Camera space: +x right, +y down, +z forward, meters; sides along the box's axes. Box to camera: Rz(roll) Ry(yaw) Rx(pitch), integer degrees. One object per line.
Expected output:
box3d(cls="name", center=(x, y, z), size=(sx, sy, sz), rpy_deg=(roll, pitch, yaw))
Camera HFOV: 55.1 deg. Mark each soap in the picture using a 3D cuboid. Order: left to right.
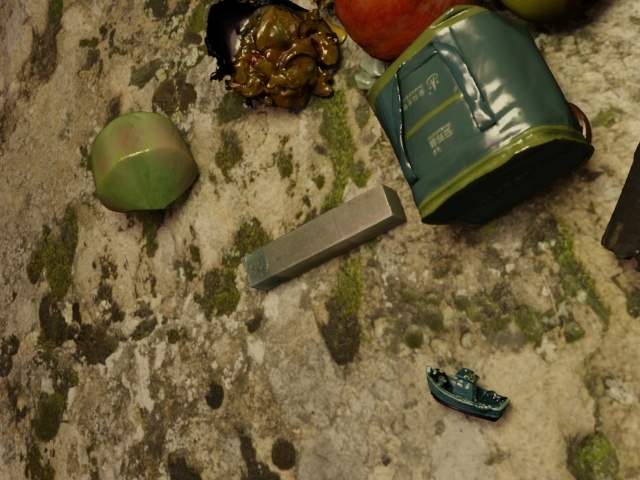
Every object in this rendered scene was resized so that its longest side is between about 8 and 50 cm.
box3d(cls="soap", center=(0.018, -0.414, 1.208), size=(0.089, 0.012, 0.034), rpy_deg=(44, 106, 30))

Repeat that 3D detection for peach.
box3d(cls="peach", center=(0.154, -0.392, 0.940), size=(0.257, 0.232, 0.232), rpy_deg=(-1, 81, 46))

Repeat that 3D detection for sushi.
box3d(cls="sushi", center=(-0.092, -0.355, 1.168), size=(0.204, 0.213, 0.199), rpy_deg=(35, 136, 40))

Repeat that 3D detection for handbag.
box3d(cls="handbag", center=(0.223, -0.174, 0.909), size=(0.263, 0.222, 0.240), rpy_deg=(-39, 63, 38))

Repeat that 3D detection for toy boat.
box3d(cls="toy boat", center=(0.222, 0.229, 0.945), size=(0.137, 0.060, 0.060), rpy_deg=(15, 109, 39))

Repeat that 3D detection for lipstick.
box3d(cls="lipstick", center=(0.000, 0.000, 1.117), size=(0.317, 0.068, 0.066), rpy_deg=(-27, 68, 26))

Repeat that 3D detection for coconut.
box3d(cls="coconut", center=(-0.374, -0.156, 1.302), size=(0.236, 0.204, 0.235), rpy_deg=(4, 57, -6))

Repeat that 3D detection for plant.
box3d(cls="plant", center=(0.480, -0.069, 0.788), size=(0.164, 0.142, 0.256), rpy_deg=(41, 107, 31))

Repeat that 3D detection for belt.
box3d(cls="belt", center=(0.376, -0.164, 0.931), size=(0.059, 0.036, 0.083), rpy_deg=(-14, 74, 36))

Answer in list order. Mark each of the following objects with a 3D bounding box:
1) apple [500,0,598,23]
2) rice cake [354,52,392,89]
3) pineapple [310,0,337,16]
box3d(cls="apple", center=(0.349, -0.422, 0.912), size=(0.197, 0.157, 0.196), rpy_deg=(-2, 87, 45))
box3d(cls="rice cake", center=(0.149, -0.426, 1.099), size=(0.066, 0.063, 0.336), rpy_deg=(25, 95, 28))
box3d(cls="pineapple", center=(0.037, -0.497, 1.136), size=(0.166, 0.166, 0.193), rpy_deg=(-66, 27, 6))
